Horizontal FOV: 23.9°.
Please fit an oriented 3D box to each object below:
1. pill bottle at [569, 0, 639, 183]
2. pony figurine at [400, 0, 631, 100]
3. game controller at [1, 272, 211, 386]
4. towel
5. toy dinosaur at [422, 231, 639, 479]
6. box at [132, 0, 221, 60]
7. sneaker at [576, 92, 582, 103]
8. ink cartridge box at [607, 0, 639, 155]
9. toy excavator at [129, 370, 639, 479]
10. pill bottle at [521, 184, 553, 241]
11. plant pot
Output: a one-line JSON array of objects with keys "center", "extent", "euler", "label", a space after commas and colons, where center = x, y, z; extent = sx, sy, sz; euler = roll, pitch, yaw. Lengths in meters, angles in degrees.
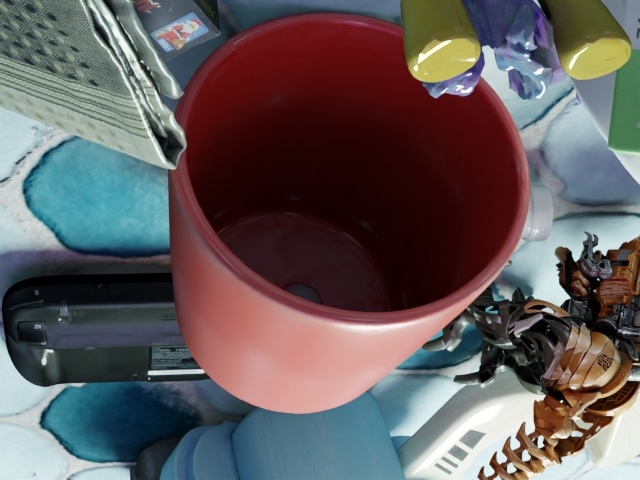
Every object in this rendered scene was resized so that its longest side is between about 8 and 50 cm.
[{"center": [0.371, -0.189, 1.025], "extent": [0.392, 0.224, 0.224], "euler": [-33, 135, 28], "label": "pill bottle"}, {"center": [0.055, -0.257, 0.847], "extent": [0.303, 0.363, 0.351], "euler": [-22, 155, 6], "label": "pony figurine"}, {"center": [-0.134, 0.083, 1.417], "extent": [0.319, 0.067, 0.166], "euler": [-1, 155, -8], "label": "game controller"}, {"center": [-0.243, -0.180, 0.927], "extent": [0.324, 0.056, 0.312], "euler": [21, 158, 23], "label": "towel"}, {"center": [0.216, 0.090, 1.333], "extent": [0.322, 0.218, 0.164], "euler": [-38, 132, -29], "label": "toy dinosaur"}, {"center": [-0.144, -0.241, 0.927], "extent": [0.044, 0.159, 0.233], "euler": [-23, 138, 19], "label": "box"}, {"center": [0.278, -0.100, 1.261], "extent": [0.170, 0.068, 0.071], "euler": [35, 141, -29], "label": "sneaker"}, {"center": [0.290, -0.176, 0.874], "extent": [0.198, 0.273, 0.115], "euler": [7, -175, 31], "label": "ink cartridge box"}, {"center": [0.078, 0.239, 1.536], "extent": [0.433, 0.222, 0.445], "euler": [17, 126, -29], "label": "toy excavator"}, {"center": [0.137, -0.024, 1.311], "extent": [0.120, 0.067, 0.067], "euler": [0, 140, -10], "label": "pill bottle"}, {"center": [0.000, 0.000, 1.186], "extent": [0.275, 0.275, 0.243], "euler": [3, 149, -13], "label": "plant pot"}]
